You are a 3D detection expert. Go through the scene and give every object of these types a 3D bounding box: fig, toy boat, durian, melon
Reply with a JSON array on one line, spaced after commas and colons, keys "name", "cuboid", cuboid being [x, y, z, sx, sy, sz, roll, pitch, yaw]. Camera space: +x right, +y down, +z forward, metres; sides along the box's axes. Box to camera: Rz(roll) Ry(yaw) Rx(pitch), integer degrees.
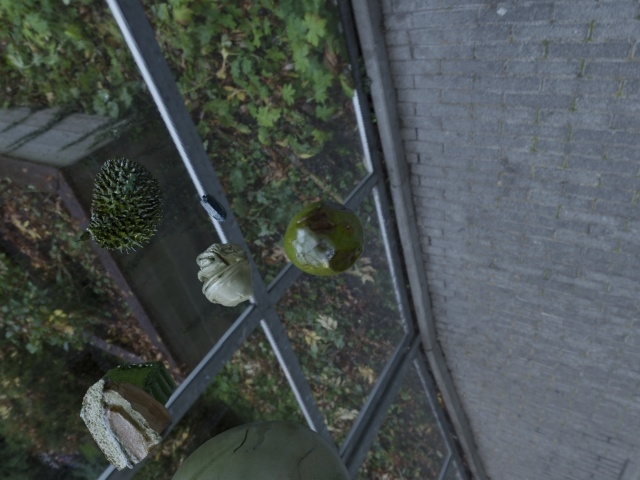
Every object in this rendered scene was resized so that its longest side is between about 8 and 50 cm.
[{"name": "fig", "cuboid": [0.000, 0.000, 1.382, 0.239, 0.239, 0.271, 51, 143, -15]}, {"name": "toy boat", "cuboid": [-0.388, -0.115, 1.635, 0.141, 0.055, 0.060, 43, 179, 32]}, {"name": "durian", "cuboid": [-0.367, -0.077, 0.850, 0.137, 0.220, 0.095, 18, 147, -21]}, {"name": "melon", "cuboid": [-0.090, 0.427, 0.692, 0.330, 0.268, 0.268, -27, 111, 20]}]

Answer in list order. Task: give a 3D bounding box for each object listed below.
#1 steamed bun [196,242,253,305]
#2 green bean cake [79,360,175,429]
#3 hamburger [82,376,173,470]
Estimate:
[{"name": "steamed bun", "cuboid": [-0.416, 0.150, 1.871, 0.276, 0.204, 0.289, -53, 44, 49]}, {"name": "green bean cake", "cuboid": [-0.542, 0.442, 1.254, 0.215, 0.200, 0.113, -12, 111, 8]}, {"name": "hamburger", "cuboid": [-0.468, 0.416, 1.050, 0.207, 0.135, 0.155, 46, 178, -7]}]
